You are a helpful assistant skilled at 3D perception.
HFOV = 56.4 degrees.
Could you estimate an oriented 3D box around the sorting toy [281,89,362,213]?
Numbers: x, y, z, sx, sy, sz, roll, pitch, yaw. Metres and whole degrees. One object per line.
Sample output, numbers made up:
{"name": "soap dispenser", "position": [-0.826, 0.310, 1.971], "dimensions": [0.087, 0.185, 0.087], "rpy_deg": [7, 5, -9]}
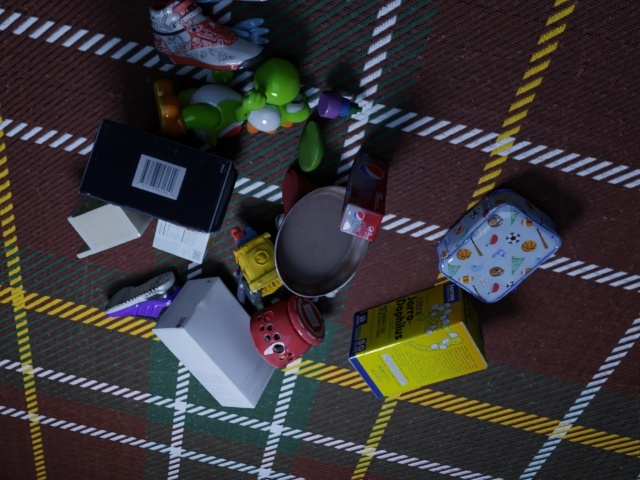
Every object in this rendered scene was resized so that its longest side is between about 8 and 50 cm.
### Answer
{"name": "sorting toy", "position": [0.012, -0.214, 1.531], "dimensions": [0.126, 0.127, 0.366], "rpy_deg": [5, 132, -24]}

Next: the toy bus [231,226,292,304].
{"name": "toy bus", "position": [-0.181, 0.057, 1.697], "dimensions": [0.149, 0.220, 0.211], "rpy_deg": [-32, 82, -13]}

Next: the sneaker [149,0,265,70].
{"name": "sneaker", "position": [-0.262, -0.471, 1.343], "dimensions": [0.270, 0.090, 0.145], "rpy_deg": [9, 132, 18]}

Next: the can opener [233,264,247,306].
{"name": "can opener", "position": [-0.236, 0.142, 1.833], "dimensions": [0.073, 0.059, 0.186], "rpy_deg": [21, 127, 5]}

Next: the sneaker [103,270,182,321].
{"name": "sneaker", "position": [-0.554, 0.214, 1.909], "dimensions": [0.293, 0.102, 0.146], "rpy_deg": [-20, 121, 21]}

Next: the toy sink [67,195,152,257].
{"name": "toy sink", "position": [-0.606, -0.071, 1.685], "dimensions": [0.234, 0.153, 0.131], "rpy_deg": [-17, 121, 21]}

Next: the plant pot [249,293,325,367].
{"name": "plant pot", "position": [-0.096, 0.268, 1.824], "dimensions": [0.174, 0.191, 0.191], "rpy_deg": [-32, 115, 22]}

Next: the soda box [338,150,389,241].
{"name": "soda box", "position": [0.110, -0.115, 1.470], "dimensions": [0.092, 0.263, 0.083], "rpy_deg": [19, 127, -4]}

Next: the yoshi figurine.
{"name": "yoshi figurine", "position": [-0.196, -0.345, 1.390], "dimensions": [0.362, 0.203, 0.204], "rpy_deg": [-7, 85, -16]}

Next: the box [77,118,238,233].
{"name": "box", "position": [-0.366, -0.143, 1.422], "dimensions": [0.296, 0.294, 0.183], "rpy_deg": [18, 89, -6]}

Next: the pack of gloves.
{"name": "pack of gloves", "position": [-0.235, -0.522, 1.370], "dimensions": [0.232, 0.046, 0.195], "rpy_deg": [0, 126, 9]}

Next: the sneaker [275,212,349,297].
{"name": "sneaker", "position": [-0.016, 0.025, 1.707], "dimensions": [0.129, 0.111, 0.297], "rpy_deg": [-39, 113, 6]}

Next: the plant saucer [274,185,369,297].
{"name": "plant saucer", "position": [0.000, 0.000, 1.588], "dimensions": [0.310, 0.050, 0.311], "rpy_deg": [-15, 116, -33]}

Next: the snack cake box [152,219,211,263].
{"name": "snack cake box", "position": [-0.367, -0.077, 1.681], "dimensions": [0.152, 0.089, 0.264], "rpy_deg": [21, 125, -4]}

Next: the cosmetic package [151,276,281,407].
{"name": "cosmetic package", "position": [-0.311, 0.321, 1.857], "dimensions": [0.156, 0.217, 0.385], "rpy_deg": [-10, 124, 38]}

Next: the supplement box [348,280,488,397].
{"name": "supplement box", "position": [0.288, 0.295, 1.778], "dimensions": [0.356, 0.194, 0.195], "rpy_deg": [-22, 119, 22]}

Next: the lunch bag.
{"name": "lunch bag", "position": [0.475, 0.024, 1.608], "dimensions": [0.243, 0.115, 0.303], "rpy_deg": [31, 123, -16]}
